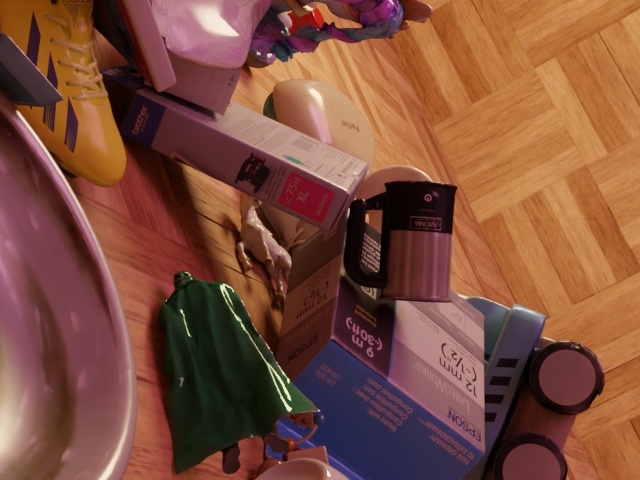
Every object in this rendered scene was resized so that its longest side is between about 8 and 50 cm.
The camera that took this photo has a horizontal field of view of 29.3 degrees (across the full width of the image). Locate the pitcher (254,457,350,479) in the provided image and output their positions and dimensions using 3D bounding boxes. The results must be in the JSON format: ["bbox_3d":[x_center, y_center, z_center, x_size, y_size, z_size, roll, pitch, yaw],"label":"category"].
[{"bbox_3d":[-0.002,0.315,1.079,0.207,0.125,0.178,67,27,-22],"label":"pitcher"}]

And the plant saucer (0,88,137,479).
[{"bbox_3d":[-0.269,0.013,0.754,0.400,0.100,0.400,53,17,-24],"label":"plant saucer"}]

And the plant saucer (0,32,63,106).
[{"bbox_3d":[-0.271,-0.132,0.950,0.192,0.018,0.067,13,-31,49],"label":"plant saucer"}]

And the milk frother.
[{"bbox_3d":[0.093,0.003,1.416,0.143,0.129,0.135,25,69,-80],"label":"milk frother"}]

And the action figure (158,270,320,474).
[{"bbox_3d":[-0.099,0.110,1.154,0.063,0.137,0.232,79,-12,-46],"label":"action figure"}]

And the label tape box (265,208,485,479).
[{"bbox_3d":[0.073,0.162,1.415,0.249,0.115,0.348,38,32,-23],"label":"label tape box"}]

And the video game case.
[{"bbox_3d":[-0.247,-0.293,1.207,0.285,0.025,0.204,45,-19,35],"label":"video game case"}]

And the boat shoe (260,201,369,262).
[{"bbox_3d":[0.000,0.000,1.634,0.302,0.113,0.103,44,51,4],"label":"boat shoe"}]

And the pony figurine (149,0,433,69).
[{"bbox_3d":[-0.092,-0.321,1.356,0.363,0.303,0.351,18,-2,42],"label":"pony figurine"}]

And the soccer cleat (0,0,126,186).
[{"bbox_3d":[-0.249,-0.188,1.145,0.289,0.121,0.093,62,15,4],"label":"soccer cleat"}]

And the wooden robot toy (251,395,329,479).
[{"bbox_3d":[-0.032,0.242,1.219,0.076,0.079,0.173,146,-64,-64],"label":"wooden robot toy"}]

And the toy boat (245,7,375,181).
[{"bbox_3d":[-0.030,-0.211,1.926,0.267,0.148,0.318,17,53,-62],"label":"toy boat"}]

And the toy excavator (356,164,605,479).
[{"bbox_3d":[0.209,0.145,1.852,0.445,0.433,0.222,21,-5,11],"label":"toy excavator"}]

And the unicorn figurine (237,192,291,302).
[{"bbox_3d":[-0.070,0.004,1.533,0.111,0.060,0.162,-102,174,-48],"label":"unicorn figurine"}]

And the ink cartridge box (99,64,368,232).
[{"bbox_3d":[-0.103,-0.115,1.415,0.311,0.065,0.186,27,16,3],"label":"ink cartridge box"}]

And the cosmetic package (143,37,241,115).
[{"bbox_3d":[-0.159,-0.221,1.457,0.099,0.060,0.239,19,16,-17],"label":"cosmetic package"}]
